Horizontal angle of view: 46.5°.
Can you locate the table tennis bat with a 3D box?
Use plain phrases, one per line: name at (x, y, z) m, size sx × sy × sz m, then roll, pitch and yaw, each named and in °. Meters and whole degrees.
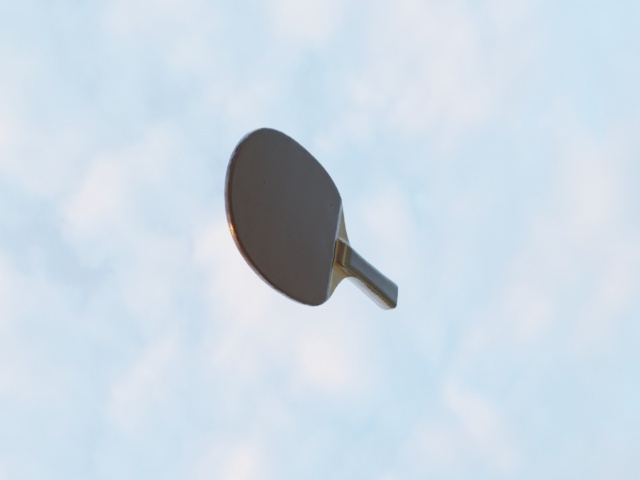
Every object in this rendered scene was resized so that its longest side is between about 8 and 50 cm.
table tennis bat at (0.000, 0.000, 0.725) m, size 0.274 × 0.021 × 0.154 m, roll 39°, pitch -130°, yaw -43°
